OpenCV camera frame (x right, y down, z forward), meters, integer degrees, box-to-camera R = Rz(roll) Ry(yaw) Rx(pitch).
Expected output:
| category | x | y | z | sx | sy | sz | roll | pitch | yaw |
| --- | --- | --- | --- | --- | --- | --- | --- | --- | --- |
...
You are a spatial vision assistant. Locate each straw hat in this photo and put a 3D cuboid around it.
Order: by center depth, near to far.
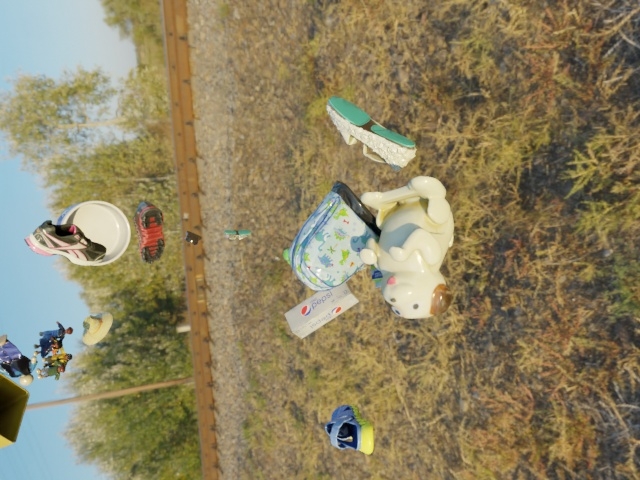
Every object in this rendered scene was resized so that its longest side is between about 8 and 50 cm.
| category | x | y | z | sx | sy | sz | roll | pitch | yaw |
| --- | --- | --- | --- | --- | --- | --- | --- | --- | --- |
| straw hat | -0.888 | 0.327 | 1.759 | 0.061 | 0.145 | 0.144 | 61 | -179 | -45 |

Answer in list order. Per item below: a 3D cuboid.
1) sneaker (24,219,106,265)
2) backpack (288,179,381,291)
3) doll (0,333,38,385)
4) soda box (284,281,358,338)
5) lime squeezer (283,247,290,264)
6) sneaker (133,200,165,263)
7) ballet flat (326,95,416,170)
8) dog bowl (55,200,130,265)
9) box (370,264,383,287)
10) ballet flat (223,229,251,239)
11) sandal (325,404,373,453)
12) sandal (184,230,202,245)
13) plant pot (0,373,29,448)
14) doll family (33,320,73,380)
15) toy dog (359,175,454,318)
| category | x | y | z | sx | sy | sz | roll | pitch | yaw |
| --- | --- | --- | --- | --- | --- | --- | --- | --- | --- |
| sneaker | -0.561 | 0.003 | 1.030 | 0.077 | 0.178 | 0.072 | -47 | 64 | 11 |
| backpack | 0.047 | 0.014 | 1.623 | 0.290 | 0.356 | 0.273 | 47 | -175 | -22 |
| doll | -0.911 | 0.360 | 1.335 | 0.046 | 0.129 | 0.188 | -109 | 5 | -54 |
| soda box | 0.004 | 0.272 | 1.827 | 0.091 | 0.286 | 0.098 | 48 | -171 | -50 |
| lime squeezer | -0.107 | 0.071 | 2.024 | 0.310 | 0.110 | 0.058 | 78 | -177 | -68 |
| sneaker | -0.679 | -0.037 | 1.788 | 0.135 | 0.098 | 0.275 | 46 | 137 | 38 |
| ballet flat | 0.168 | -0.394 | 1.712 | 0.409 | 0.147 | 0.146 | 37 | 141 | 18 |
| dog bowl | -0.932 | -0.031 | 1.855 | 0.104 | 0.265 | 0.264 | 3 | 100 | 45 |
| box | 0.244 | 0.081 | 1.709 | 0.042 | 0.109 | 0.178 | 37 | -135 | -58 |
| ballet flat | -0.345 | -0.023 | 1.874 | 0.041 | 0.115 | 0.041 | -179 | 90 | -71 |
| sandal | 0.080 | 0.656 | 1.598 | 0.317 | 0.138 | 0.126 | 139 | 135 | -74 |
| sandal | -0.520 | -0.002 | 1.822 | 0.040 | 0.067 | 0.179 | -64 | 13 | 6 |
| plant pot | -1.098 | 0.550 | 1.422 | 0.212 | 0.187 | 0.212 | 60 | 179 | -35 |
| doll family | -0.890 | 0.370 | 1.523 | 0.076 | 0.112 | 0.192 | 20 | -125 | -82 |
| toy dog | 0.298 | 0.055 | 1.494 | 0.285 | 0.396 | 0.407 | -7 | 69 | 36 |
